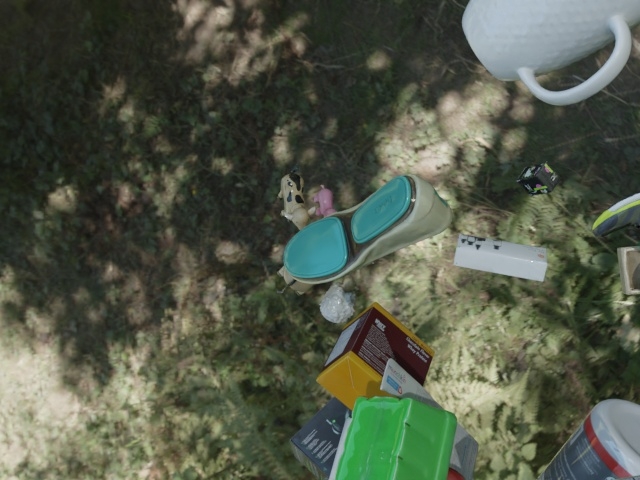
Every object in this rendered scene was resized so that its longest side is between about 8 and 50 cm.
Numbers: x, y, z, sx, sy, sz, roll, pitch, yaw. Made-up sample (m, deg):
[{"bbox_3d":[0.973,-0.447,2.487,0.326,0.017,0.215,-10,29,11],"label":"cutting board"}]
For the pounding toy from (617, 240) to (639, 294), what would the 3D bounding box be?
[{"bbox_3d":[0.774,0.050,1.511,0.130,0.100,0.141,-7,86,18],"label":"pounding toy"}]

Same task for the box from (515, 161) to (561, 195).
[{"bbox_3d":[0.546,-0.153,1.612,0.052,0.062,0.083,-51,13,-15],"label":"box"}]

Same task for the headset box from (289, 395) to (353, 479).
[{"bbox_3d":[0.089,0.567,1.770,0.283,0.246,0.131,34,152,30],"label":"headset box"}]

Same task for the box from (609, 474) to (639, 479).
[{"bbox_3d":[0.325,0.368,0.656,0.242,0.117,0.214,-17,82,13],"label":"box"}]

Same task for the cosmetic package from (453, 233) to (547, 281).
[{"bbox_3d":[0.492,0.044,1.758,0.238,0.099,0.061,10,120,13],"label":"cosmetic package"}]

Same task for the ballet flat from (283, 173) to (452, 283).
[{"bbox_3d":[0.054,-0.002,0.762,0.248,0.086,0.086,-26,74,48],"label":"ballet flat"}]

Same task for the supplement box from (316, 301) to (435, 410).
[{"bbox_3d":[0.130,0.285,1.465,0.191,0.194,0.129,40,131,-6],"label":"supplement box"}]

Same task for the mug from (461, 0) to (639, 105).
[{"bbox_3d":[0.482,-0.448,1.300,0.328,0.276,0.374,-32,59,35],"label":"mug"}]

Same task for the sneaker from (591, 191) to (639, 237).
[{"bbox_3d":[0.687,-0.050,1.258,0.299,0.111,0.121,-21,81,34],"label":"sneaker"}]

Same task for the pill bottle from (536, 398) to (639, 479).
[{"bbox_3d":[0.501,0.485,1.168,0.210,0.210,0.363,40,121,29],"label":"pill bottle"}]

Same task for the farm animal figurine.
[{"bbox_3d":[0.000,0.000,1.638,0.330,0.172,0.327,31,69,-6],"label":"farm animal figurine"}]

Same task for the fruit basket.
[{"bbox_3d":[0.155,0.419,1.058,0.165,0.353,0.327,-5,51,33],"label":"fruit basket"}]
